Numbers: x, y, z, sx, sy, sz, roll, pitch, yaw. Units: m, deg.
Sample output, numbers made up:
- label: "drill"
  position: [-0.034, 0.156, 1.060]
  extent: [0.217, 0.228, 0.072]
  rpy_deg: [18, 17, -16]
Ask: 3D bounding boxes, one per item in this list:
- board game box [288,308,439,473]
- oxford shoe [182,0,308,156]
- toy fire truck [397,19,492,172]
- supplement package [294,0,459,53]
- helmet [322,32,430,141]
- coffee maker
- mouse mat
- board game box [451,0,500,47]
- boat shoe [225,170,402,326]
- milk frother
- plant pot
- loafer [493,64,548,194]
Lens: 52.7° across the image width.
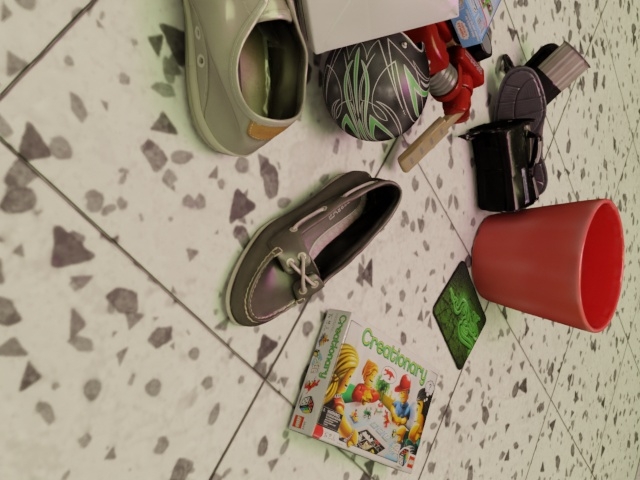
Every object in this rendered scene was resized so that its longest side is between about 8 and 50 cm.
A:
- label: "board game box"
  position: [0.085, 0.257, 1.068]
  extent: [0.305, 0.053, 0.192]
  rpy_deg: [37, 65, -44]
- label: "oxford shoe"
  position: [-0.096, -0.323, 0.755]
  extent: [0.169, 0.130, 0.448]
  rpy_deg: [-19, 106, -45]
- label: "toy fire truck"
  position: [0.177, -0.260, 1.070]
  extent: [0.217, 0.159, 0.246]
  rpy_deg: [27, 58, -48]
- label: "supplement package"
  position: [0.046, -0.398, 0.797]
  extent: [0.204, 0.145, 0.261]
  rpy_deg: [-18, 125, -11]
- label: "helmet"
  position: [0.080, -0.229, 0.940]
  extent: [0.161, 0.170, 0.169]
  rpy_deg: [-34, 119, -62]
- label: "coffee maker"
  position: [0.364, -0.150, 1.330]
  extent: [0.171, 0.120, 0.178]
  rpy_deg: [-13, 105, -9]
- label: "mouse mat"
  position: [0.291, 0.155, 1.337]
  extent: [0.152, 0.007, 0.189]
  rpy_deg: [-52, 130, -33]
- label: "board game box"
  position: [0.238, -0.431, 1.031]
  extent: [0.160, 0.039, 0.211]
  rpy_deg: [57, 44, -29]
- label: "boat shoe"
  position: [0.000, 0.000, 0.915]
  extent: [0.335, 0.096, 0.112]
  rpy_deg: [-46, 125, -37]
- label: "milk frother"
  position: [0.486, -0.383, 1.412]
  extent: [0.135, 0.129, 0.143]
  rpy_deg: [-45, 150, 19]
- label: "plant pot"
  position: [0.470, 0.043, 1.353]
  extent: [0.275, 0.243, 0.274]
  rpy_deg: [-7, 99, -49]
- label: "loafer"
  position: [0.441, -0.243, 1.424]
  extent: [0.095, 0.109, 0.302]
  rpy_deg: [-71, 150, -58]
